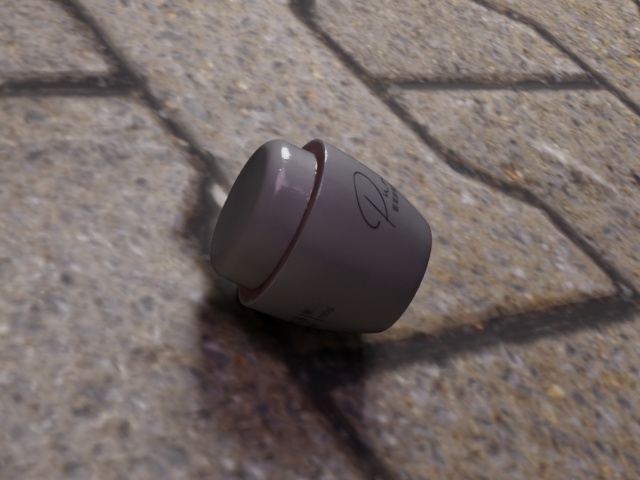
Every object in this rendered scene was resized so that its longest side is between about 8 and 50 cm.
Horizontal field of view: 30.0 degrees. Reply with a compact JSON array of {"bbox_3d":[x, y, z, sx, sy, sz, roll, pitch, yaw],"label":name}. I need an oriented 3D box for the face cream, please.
[{"bbox_3d":[0.000,0.000,0.600,0.095,0.091,0.091,25,30,-17],"label":"face cream"}]
